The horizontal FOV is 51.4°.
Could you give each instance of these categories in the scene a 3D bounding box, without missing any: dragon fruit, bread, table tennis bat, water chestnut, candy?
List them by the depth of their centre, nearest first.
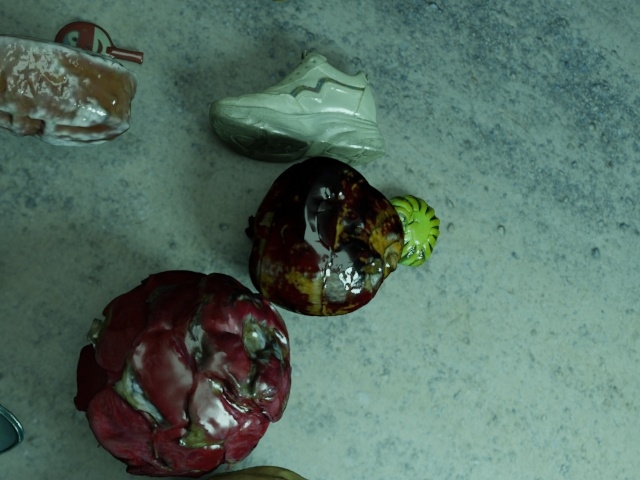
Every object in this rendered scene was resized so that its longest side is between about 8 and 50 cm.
[{"bbox_3d":[-0.197,0.195,0.996,0.329,0.329,0.329,4,77,-18],"label":"dragon fruit"},{"bbox_3d":[-0.441,-0.234,1.055,0.289,0.214,0.157,6,82,-18],"label":"candy"},{"bbox_3d":[0.000,0.000,1.149,0.289,0.244,0.289,8,71,-24],"label":"water chestnut"},{"bbox_3d":[-0.399,-0.344,1.202,0.154,0.019,0.098,8,75,-15],"label":"table tennis bat"},{"bbox_3d":[0.175,-0.021,1.304,0.130,0.071,0.139,24,72,-18],"label":"bread"}]

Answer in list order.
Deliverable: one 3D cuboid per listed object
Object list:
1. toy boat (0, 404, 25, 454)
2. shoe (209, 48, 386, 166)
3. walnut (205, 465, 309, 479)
[{"bbox_3d":[-0.578,0.254,0.951,0.296,0.122,0.114,18,98,-18],"label":"toy boat"},{"bbox_3d":[-0.042,-0.260,1.254,0.342,0.132,0.210,4,73,-22],"label":"shoe"},{"bbox_3d":[-0.108,0.516,0.952,0.381,0.381,0.381,4,77,-18],"label":"walnut"}]
